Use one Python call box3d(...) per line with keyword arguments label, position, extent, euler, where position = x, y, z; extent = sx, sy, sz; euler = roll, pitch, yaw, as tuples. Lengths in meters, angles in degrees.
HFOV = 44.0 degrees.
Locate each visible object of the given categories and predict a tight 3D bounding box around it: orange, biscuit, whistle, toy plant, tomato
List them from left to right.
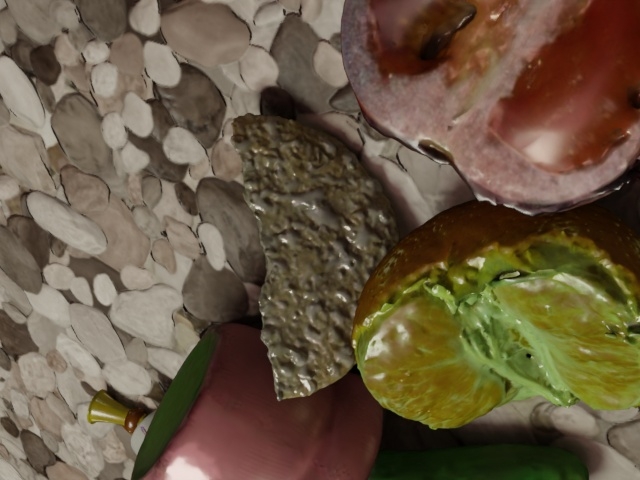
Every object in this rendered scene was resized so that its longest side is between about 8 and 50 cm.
box3d(label="whistle", position=(-0.242, 0.237, 1.014), extent=(0.109, 0.046, 0.057), euler=(20, 110, 12))
box3d(label="biscuit", position=(0.004, 0.003, 0.683), extent=(0.133, 0.032, 0.249), euler=(-9, 82, -5))
box3d(label="toy plant", position=(0.018, 0.223, 0.754), extent=(0.356, 0.210, 0.317), euler=(36, 128, -8))
box3d(label="orange", position=(0.147, 0.052, 0.604), extent=(0.237, 0.158, 0.179), euler=(-18, 121, 36))
box3d(label="tomato", position=(0.138, -0.136, 0.536), extent=(0.228, 0.112, 0.199), euler=(39, 117, 11))

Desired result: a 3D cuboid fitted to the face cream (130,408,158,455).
box3d(label="face cream", position=(-0.115, 0.301, 0.889), extent=(0.269, 0.082, 0.081), euler=(43, 134, 34))
